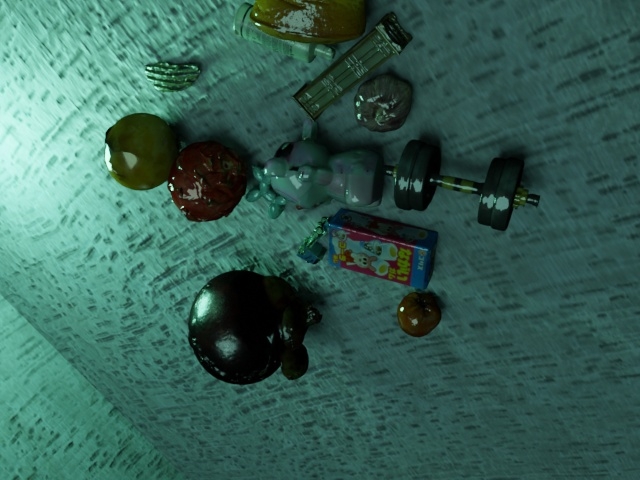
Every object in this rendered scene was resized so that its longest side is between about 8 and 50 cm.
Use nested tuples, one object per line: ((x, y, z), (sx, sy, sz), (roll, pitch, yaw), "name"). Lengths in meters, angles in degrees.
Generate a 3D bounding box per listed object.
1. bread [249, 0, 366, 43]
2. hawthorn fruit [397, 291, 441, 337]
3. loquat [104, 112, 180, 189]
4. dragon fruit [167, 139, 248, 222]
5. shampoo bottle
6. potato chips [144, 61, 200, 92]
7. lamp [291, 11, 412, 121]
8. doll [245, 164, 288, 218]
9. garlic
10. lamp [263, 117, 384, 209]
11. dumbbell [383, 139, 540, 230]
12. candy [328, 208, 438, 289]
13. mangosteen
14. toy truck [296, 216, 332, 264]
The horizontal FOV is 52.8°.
((-0.026, -0.529, 1.476), (0.270, 0.195, 0.142), (9, 125, -1), "bread")
((0.290, 0.228, 1.950), (0.133, 0.132, 0.137), (22, 136, 12), "hawthorn fruit")
((-0.537, -0.269, 1.943), (0.235, 0.235, 0.235), (15, 130, 18), "loquat")
((-0.333, -0.176, 1.912), (0.241, 0.241, 0.252), (24, 148, 11), "dragon fruit")
((-0.084, -0.508, 1.606), (0.263, 0.085, 0.085), (24, 133, 9), "shampoo bottle")
((-0.422, -0.471, 1.861), (0.208, 0.028, 0.091), (7, 129, 26), "potato chips")
((0.072, -0.421, 1.586), (0.089, 0.090, 0.325), (48, 133, -13), "lamp")
((-0.157, -0.156, 1.940), (0.159, 0.059, 0.158), (42, 135, -4), "doll")
((0.152, -0.334, 1.598), (0.147, 0.102, 0.159), (42, 132, -14), "garlic")
((0.012, -0.199, 1.733), (0.301, 0.247, 0.247), (6, 97, 16), "lamp")
((0.342, -0.139, 1.595), (0.389, 0.185, 0.185), (15, 130, 19), "dumbbell")
((0.178, 0.024, 1.871), (0.306, 0.100, 0.157), (15, 129, 19), "candy")
((-0.227, 0.295, 2.141), (0.422, 0.380, 0.381), (9, 135, -15), "mangosteen")
((0.000, 0.000, 1.976), (0.081, 0.067, 0.175), (35, 131, -7), "toy truck")
